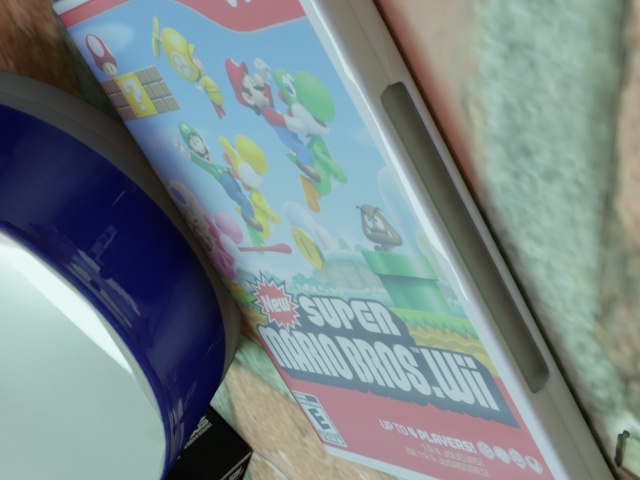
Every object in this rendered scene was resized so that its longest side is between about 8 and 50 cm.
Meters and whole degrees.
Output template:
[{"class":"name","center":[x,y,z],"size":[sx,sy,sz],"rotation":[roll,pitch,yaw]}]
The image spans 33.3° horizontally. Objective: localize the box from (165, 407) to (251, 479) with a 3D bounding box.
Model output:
[{"class":"box","center":[-0.139,0.211,0.828],"size":[0.077,0.147,0.180],"rotation":[44,154,14]}]

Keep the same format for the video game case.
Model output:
[{"class":"video game case","center":[0.000,0.000,0.477],"size":[0.204,0.025,0.285],"rotation":[2,126,57]}]

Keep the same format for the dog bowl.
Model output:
[{"class":"dog bowl","center":[-0.185,0.042,0.607],"size":[0.265,0.104,0.265],"rotation":[12,131,14]}]
